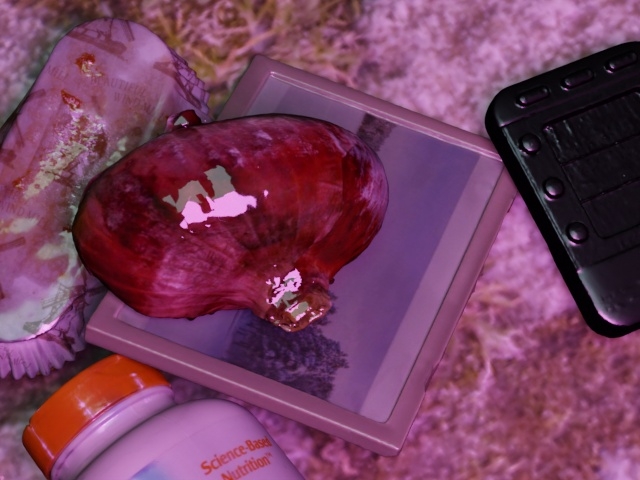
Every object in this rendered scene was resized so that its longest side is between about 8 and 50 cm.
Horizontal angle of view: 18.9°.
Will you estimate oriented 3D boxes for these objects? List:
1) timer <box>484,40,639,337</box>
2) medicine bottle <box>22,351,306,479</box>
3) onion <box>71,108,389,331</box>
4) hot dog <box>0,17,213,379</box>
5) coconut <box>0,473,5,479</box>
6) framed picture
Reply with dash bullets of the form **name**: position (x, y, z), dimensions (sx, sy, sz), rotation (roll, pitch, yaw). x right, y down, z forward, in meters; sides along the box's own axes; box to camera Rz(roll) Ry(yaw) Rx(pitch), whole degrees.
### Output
- **timer**: position (0.210, -0.037, 1.320), dimensions (0.144, 0.055, 0.187), rotation (-22, 74, -15)
- **medicine bottle**: position (-0.063, 0.205, 1.180), dimensions (0.157, 0.157, 0.289), rotation (-37, 73, -12)
- **onion**: position (-0.045, -0.023, 1.202), dimensions (0.206, 0.098, 0.151), rotation (-18, 52, -26)
- **hot dog**: position (-0.168, -0.029, 1.315), dimensions (0.144, 0.075, 0.268), rotation (27, 69, 6)
- **coconut**: position (-0.277, 0.212, 1.120), dimensions (0.245, 0.245, 0.247), rotation (1, 108, 2)
- **framed picture**: position (0.000, 0.000, 1.268), dimensions (0.213, 0.016, 0.289), rotation (21, 47, 9)
